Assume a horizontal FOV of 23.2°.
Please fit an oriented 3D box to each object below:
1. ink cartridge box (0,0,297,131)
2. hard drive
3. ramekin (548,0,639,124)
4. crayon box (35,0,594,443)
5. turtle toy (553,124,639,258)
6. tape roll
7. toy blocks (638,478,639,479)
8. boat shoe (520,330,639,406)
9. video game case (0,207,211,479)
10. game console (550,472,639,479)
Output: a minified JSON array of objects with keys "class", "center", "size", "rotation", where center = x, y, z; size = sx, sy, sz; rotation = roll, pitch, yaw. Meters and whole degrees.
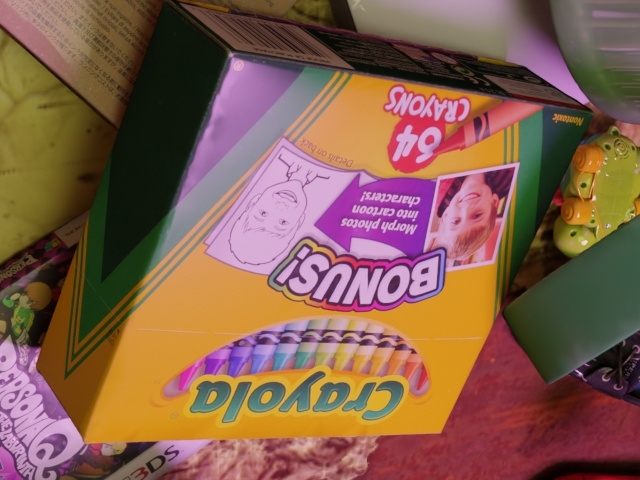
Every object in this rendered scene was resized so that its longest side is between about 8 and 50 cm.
[{"class":"ink cartridge box","center":[-0.147,-0.206,1.119],"size":[0.193,0.088,0.235],"rotation":[-49,124,-3]},{"class":"hard drive","center":[0.168,-0.192,1.319],"size":[0.307,0.040,0.203],"rotation":[-28,120,-16]},{"class":"ramekin","center":[0.331,-0.238,1.263],"size":[0.303,0.148,0.303],"rotation":[-12,107,-44]},{"class":"crayon box","center":[0.000,0.000,1.204],"size":[0.363,0.106,0.313],"rotation":[4,117,-39]},{"class":"turtle toy","center":[0.246,-0.042,1.403],"size":[0.095,0.066,0.130],"rotation":[0,110,-32]},{"class":"tape roll","center":[0.305,0.006,1.307],"size":[0.321,0.321,0.077],"rotation":[-31,82,-14]},{"class":"toy blocks","center":[0.490,0.166,1.421],"size":[0.309,0.260,0.288],"rotation":[-18,131,-54]},{"class":"boat shoe","center":[0.286,0.118,1.483],"size":[0.228,0.076,0.080],"rotation":[29,95,-33]},{"class":"video game case","center":[-0.202,0.116,1.248],"size":[0.210,0.042,0.232],"rotation":[-34,121,-14]},{"class":"game console","center":[0.345,0.404,1.619],"size":[0.387,0.060,0.342],"rotation":[7,112,-20]}]
